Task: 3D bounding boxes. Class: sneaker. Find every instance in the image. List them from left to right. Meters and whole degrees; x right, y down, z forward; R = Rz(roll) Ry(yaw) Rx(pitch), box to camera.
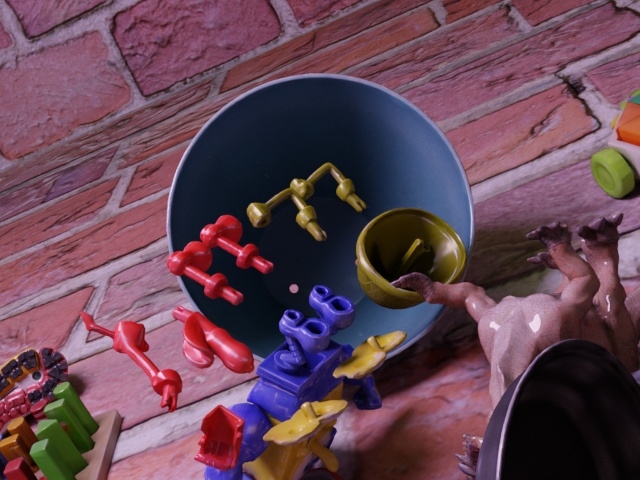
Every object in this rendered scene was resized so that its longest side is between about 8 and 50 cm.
[{"bbox_3d":[-0.406,0.211,1.209,0.225,0.088,0.093,-31,3,-10],"label":"sneaker"}]

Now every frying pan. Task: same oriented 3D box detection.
[{"bbox_3d":[0.169,0.106,0.600,0.053,0.197,0.326,-15,41,42],"label":"frying pan"}]

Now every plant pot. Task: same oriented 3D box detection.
[{"bbox_3d":[0.000,0.000,1.019,0.290,0.290,0.195,-29,-11,-6],"label":"plant pot"}]

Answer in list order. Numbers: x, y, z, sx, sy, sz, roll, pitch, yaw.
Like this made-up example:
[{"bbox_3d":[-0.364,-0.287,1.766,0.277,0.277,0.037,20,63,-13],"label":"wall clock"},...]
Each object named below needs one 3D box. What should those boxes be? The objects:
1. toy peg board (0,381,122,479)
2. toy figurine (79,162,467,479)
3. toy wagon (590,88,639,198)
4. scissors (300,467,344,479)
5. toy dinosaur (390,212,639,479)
[{"bbox_3d":[-0.310,0.232,1.041,0.161,0.079,0.161,-23,22,9],"label":"toy peg board"},{"bbox_3d":[-0.035,0.112,0.834,0.191,0.217,0.362,28,35,17],"label":"toy figurine"},{"bbox_3d":[0.421,-0.131,1.054,0.267,0.068,0.344,-29,23,-8],"label":"toy wagon"},{"bbox_3d":[0.001,0.260,0.719,0.109,0.021,0.297,-26,21,-6],"label":"scissors"},{"bbox_3d":[0.184,0.097,0.735,0.296,0.200,0.127,-6,-16,-39],"label":"toy dinosaur"}]
